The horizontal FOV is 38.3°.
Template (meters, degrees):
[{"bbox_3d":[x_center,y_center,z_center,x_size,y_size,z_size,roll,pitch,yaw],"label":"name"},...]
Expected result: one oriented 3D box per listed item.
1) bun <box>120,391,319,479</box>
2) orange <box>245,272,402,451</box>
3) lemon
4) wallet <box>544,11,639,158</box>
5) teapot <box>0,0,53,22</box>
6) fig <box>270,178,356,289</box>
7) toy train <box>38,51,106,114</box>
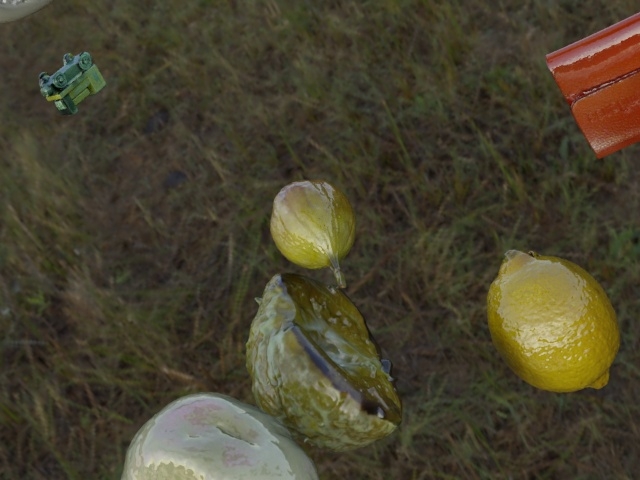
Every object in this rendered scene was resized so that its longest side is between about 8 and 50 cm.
[{"bbox_3d":[-0.124,0.389,1.357,0.361,0.361,0.213,-5,18,32],"label":"bun"},{"bbox_3d":[-0.016,0.221,1.592,0.210,0.271,0.368,-40,35,15],"label":"orange"},{"bbox_3d":[0.354,0.125,1.410,0.188,0.256,0.188,-36,0,0],"label":"lemon"},{"bbox_3d":[0.357,-0.178,0.962,0.204,0.142,0.045,-23,31,27],"label":"wallet"},{"bbox_3d":[-0.400,-0.348,1.138,0.166,0.208,0.299,39,76,11],"label":"teapot"},{"bbox_3d":[0.000,0.000,1.619,0.159,0.159,0.257,-28,42,4],"label":"fig"},{"bbox_3d":[-0.422,-0.268,1.562,0.050,0.081,0.122,2,42,36],"label":"toy train"}]
